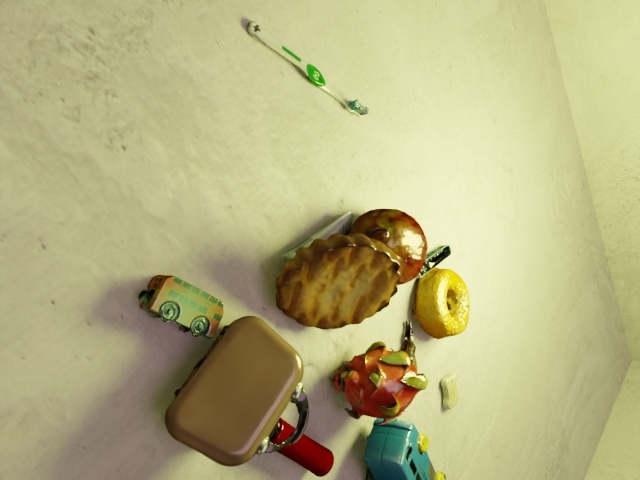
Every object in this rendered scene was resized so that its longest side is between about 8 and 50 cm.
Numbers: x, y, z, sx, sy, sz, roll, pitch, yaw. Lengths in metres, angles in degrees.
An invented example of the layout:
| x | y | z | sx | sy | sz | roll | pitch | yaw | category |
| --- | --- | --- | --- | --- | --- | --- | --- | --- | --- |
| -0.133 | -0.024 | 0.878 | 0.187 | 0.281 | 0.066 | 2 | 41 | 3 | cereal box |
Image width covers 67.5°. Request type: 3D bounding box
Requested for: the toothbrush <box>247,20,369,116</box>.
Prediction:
| x | y | z | sx | sy | sz | roll | pitch | yaw | category |
| --- | --- | --- | --- | --- | --- | --- | --- | --- | --- |
| -0.026 | -0.446 | 1.282 | 0.418 | 0.040 | 0.042 | 26 | 73 | -34 | toothbrush |

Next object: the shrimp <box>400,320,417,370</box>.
| x | y | z | sx | sy | sz | roll | pitch | yaw | category |
| --- | --- | --- | --- | --- | --- | --- | --- | --- | --- |
| 0.272 | 0.394 | 1.552 | 0.117 | 0.066 | 0.261 | -1 | 91 | -41 | shrimp |

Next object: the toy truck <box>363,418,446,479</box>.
| x | y | z | sx | sy | sz | roll | pitch | yaw | category |
| --- | --- | --- | --- | --- | --- | --- | --- | --- | --- |
| 0.266 | 0.717 | 1.468 | 0.162 | 0.161 | 0.384 | -51 | 126 | -46 | toy truck |

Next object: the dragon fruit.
| x | y | z | sx | sy | sz | roll | pitch | yaw | category |
| --- | --- | --- | --- | --- | --- | --- | --- | --- | --- |
| 0.165 | 0.404 | 1.363 | 0.227 | 0.224 | 0.223 | -13 | 100 | -36 | dragon fruit |

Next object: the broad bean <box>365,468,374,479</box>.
| x | y | z | sx | sy | sz | roll | pitch | yaw | category |
| --- | --- | --- | --- | --- | --- | --- | --- | --- | --- |
| 0.159 | 0.796 | 1.485 | 0.060 | 0.043 | 0.297 | 4 | 90 | -61 | broad bean |

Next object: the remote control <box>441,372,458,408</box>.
| x | y | z | sx | sy | sz | roll | pitch | yaw | category |
| --- | --- | --- | --- | --- | --- | --- | --- | --- | --- |
| 0.472 | 0.550 | 1.750 | 0.074 | 0.032 | 0.122 | -14 | 100 | -39 | remote control |

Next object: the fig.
| x | y | z | sx | sy | sz | roll | pitch | yaw | category |
| --- | --- | --- | --- | --- | --- | --- | --- | --- | --- |
| 0.189 | 0.011 | 1.372 | 0.263 | 0.224 | 0.223 | 29 | 73 | -37 | fig |

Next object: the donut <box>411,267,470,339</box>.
| x | y | z | sx | sy | sz | roll | pitch | yaw | category |
| --- | --- | --- | --- | --- | --- | --- | --- | --- | --- |
| 0.418 | 0.212 | 1.646 | 0.254 | 0.118 | 0.253 | 16 | 67 | -41 | donut |

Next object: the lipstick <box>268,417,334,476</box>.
| x | y | z | sx | sy | sz | roll | pitch | yaw | category |
| --- | --- | --- | --- | --- | --- | --- | --- | --- | --- |
| -0.059 | 0.544 | 1.263 | 0.241 | 0.080 | 0.080 | 46 | 63 | -31 | lipstick |

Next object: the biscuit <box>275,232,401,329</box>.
| x | y | z | sx | sy | sz | roll | pitch | yaw | category |
| --- | --- | --- | --- | --- | --- | --- | --- | --- | --- |
| 0.044 | 0.100 | 1.226 | 0.326 | 0.326 | 0.107 | 35 | 28 | -36 | biscuit |

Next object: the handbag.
| x | y | z | sx | sy | sz | roll | pitch | yaw | category |
| --- | --- | --- | --- | --- | --- | --- | --- | --- | --- |
| -0.158 | 0.351 | 1.065 | 0.283 | 0.149 | 0.301 | 35 | 62 | 0 | handbag |

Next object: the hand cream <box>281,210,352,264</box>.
| x | y | z | sx | sy | sz | roll | pitch | yaw | category |
| --- | --- | --- | --- | --- | --- | --- | --- | --- | --- |
| 0.000 | 0.000 | 1.308 | 0.255 | 0.048 | 0.079 | -33 | 145 | -33 | hand cream |

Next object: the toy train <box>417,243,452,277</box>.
| x | y | z | sx | sy | sz | roll | pitch | yaw | category |
| --- | --- | --- | --- | --- | --- | --- | --- | --- | --- |
| 0.385 | 0.067 | 1.644 | 0.208 | 0.047 | 0.043 | -28 | 103 | -37 | toy train |

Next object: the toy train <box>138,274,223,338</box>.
| x | y | z | sx | sy | sz | roll | pitch | yaw | category |
| --- | --- | --- | --- | --- | --- | --- | --- | --- | --- |
| -0.299 | 0.143 | 1.043 | 0.188 | 0.072 | 0.099 | 38 | 68 | -35 | toy train |
